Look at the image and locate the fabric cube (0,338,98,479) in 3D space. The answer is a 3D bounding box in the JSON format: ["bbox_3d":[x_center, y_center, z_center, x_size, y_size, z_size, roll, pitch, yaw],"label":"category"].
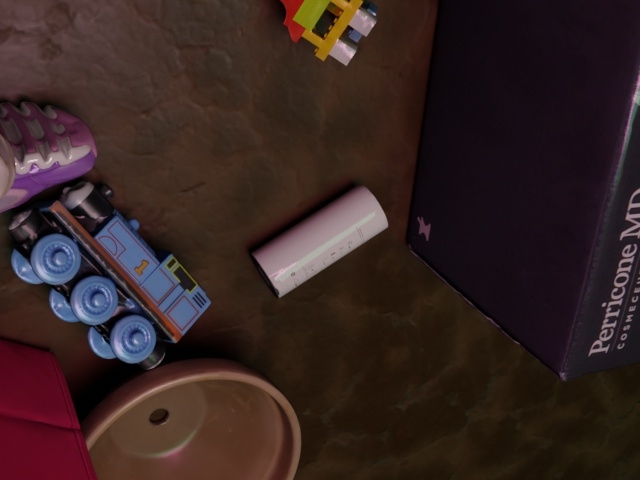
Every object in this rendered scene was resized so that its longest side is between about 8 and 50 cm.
[{"bbox_3d":[-0.356,0.219,0.697,0.258,0.259,0.254,25,103,-36],"label":"fabric cube"}]

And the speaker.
[{"bbox_3d":[0.000,0.000,0.901,0.136,0.055,0.055,-33,126,-9],"label":"speaker"}]

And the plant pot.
[{"bbox_3d":[-0.147,0.204,0.896,0.237,0.110,0.238,-12,120,-22],"label":"plant pot"}]

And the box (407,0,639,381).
[{"bbox_3d":[0.377,-0.172,0.872,0.471,0.297,0.480,-7,118,-23],"label":"box"}]

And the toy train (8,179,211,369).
[{"bbox_3d":[-0.187,0.029,0.790,0.184,0.080,0.105,52,61,-23],"label":"toy train"}]

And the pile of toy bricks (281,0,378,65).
[{"bbox_3d":[0.037,-0.269,0.764,0.105,0.118,0.212,32,116,-9],"label":"pile of toy bricks"}]

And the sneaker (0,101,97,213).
[{"bbox_3d":[-0.291,-0.032,0.711,0.236,0.095,0.105,-19,130,-13],"label":"sneaker"}]

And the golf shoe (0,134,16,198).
[{"bbox_3d":[-0.350,-0.074,0.597,0.306,0.140,0.115,20,99,6],"label":"golf shoe"}]
